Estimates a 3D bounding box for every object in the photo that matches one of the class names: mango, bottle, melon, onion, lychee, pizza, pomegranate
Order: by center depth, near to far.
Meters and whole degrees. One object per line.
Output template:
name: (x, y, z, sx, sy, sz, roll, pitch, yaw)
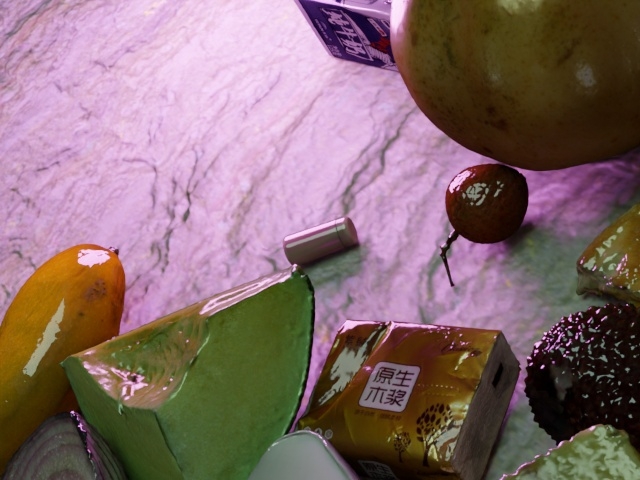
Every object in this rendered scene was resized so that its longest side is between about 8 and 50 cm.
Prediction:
lychee: (0.308, 0.149, 1.530, 0.188, 0.188, 0.188, -19, 44, 20)
pizza: (0.424, 0.047, 1.619, 0.280, 0.075, 0.288, -29, 44, 15)
pomegranate: (0.278, -0.289, 1.779, 0.416, 0.417, 0.417, -19, 44, 20)
melon: (-0.179, 0.172, 1.821, 0.343, 0.226, 0.331, -3, 71, 66)
onion: (-0.304, 0.356, 1.822, 0.247, 0.111, 0.250, -44, 51, 33)
lychee: (0.196, -0.038, 1.827, 0.140, 0.101, 0.114, -25, 41, 16)
bottle: (0.000, 0.000, 1.974, 0.096, 0.045, 0.045, -21, 44, 16)
mango: (-0.375, 0.163, 2.018, 0.187, 0.144, 0.359, -3, 57, 51)

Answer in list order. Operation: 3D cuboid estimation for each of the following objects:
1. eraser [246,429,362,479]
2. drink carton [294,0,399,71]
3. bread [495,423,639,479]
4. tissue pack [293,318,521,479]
eraser: (0.017, 0.388, 1.533, 0.331, 0.150, 0.331, -21, 41, 20)
drink carton: (0.085, -0.330, 2.148, 0.222, 0.134, 0.102, 19, 63, 43)
bread: (0.269, 0.371, 1.251, 0.233, 0.245, 0.362, -29, 27, -2)
tissue pack: (0.098, 0.188, 1.700, 0.226, 0.092, 0.183, 4, 55, 35)
